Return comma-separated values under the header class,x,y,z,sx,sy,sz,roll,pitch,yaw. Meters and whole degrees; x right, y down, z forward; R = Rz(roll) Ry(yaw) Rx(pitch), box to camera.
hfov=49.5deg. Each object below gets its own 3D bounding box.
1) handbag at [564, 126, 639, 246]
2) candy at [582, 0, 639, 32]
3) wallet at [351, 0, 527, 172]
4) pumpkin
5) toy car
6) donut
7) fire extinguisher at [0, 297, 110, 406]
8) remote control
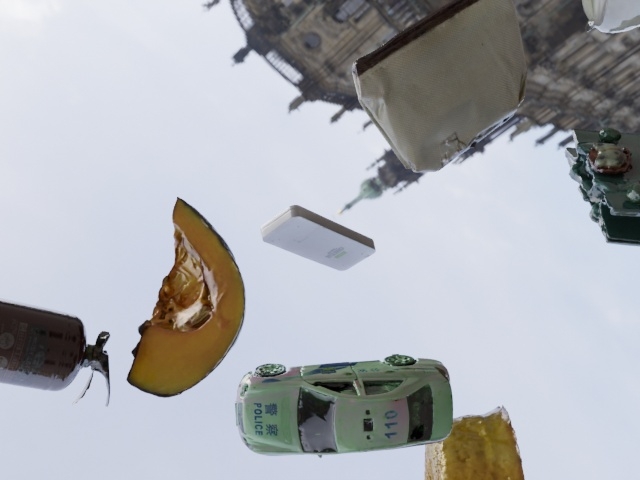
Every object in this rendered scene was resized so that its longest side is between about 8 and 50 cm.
class,x,y,z,sx,sy,sz,roll,pitch,yaw
handbag,0.552,-0.095,1.098,0.273,0.100,0.269,7,-143,1
candy,0.360,-0.463,0.744,0.427,0.186,0.387,60,-150,-63
wallet,0.216,-0.273,1.157,0.275,0.335,0.068,60,168,-30
pumpkin,-0.178,0.101,1.117,0.148,0.169,0.313,51,-132,-71
toy car,0.025,0.174,0.708,0.076,0.224,0.090,-121,28,-78
donut,0.201,0.366,0.938,0.277,0.108,0.278,-1,-90,-86
fire extinguisher,-0.440,0.146,0.955,0.337,0.136,0.114,17,-175,-30
remote control,0.000,0.000,1.360,0.250,0.103,0.034,22,-135,-44
